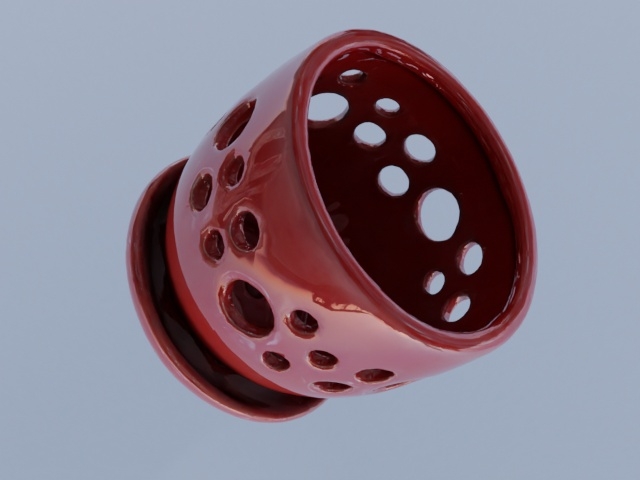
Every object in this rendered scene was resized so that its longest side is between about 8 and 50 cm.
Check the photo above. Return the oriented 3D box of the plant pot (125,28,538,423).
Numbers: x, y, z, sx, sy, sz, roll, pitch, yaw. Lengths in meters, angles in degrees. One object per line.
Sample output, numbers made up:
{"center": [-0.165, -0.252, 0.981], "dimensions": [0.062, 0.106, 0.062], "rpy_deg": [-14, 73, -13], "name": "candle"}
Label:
{"center": [0.000, 0.000, 0.851], "dimensions": [0.191, 0.174, 0.191], "rpy_deg": [22, -125, -36], "name": "plant pot"}
